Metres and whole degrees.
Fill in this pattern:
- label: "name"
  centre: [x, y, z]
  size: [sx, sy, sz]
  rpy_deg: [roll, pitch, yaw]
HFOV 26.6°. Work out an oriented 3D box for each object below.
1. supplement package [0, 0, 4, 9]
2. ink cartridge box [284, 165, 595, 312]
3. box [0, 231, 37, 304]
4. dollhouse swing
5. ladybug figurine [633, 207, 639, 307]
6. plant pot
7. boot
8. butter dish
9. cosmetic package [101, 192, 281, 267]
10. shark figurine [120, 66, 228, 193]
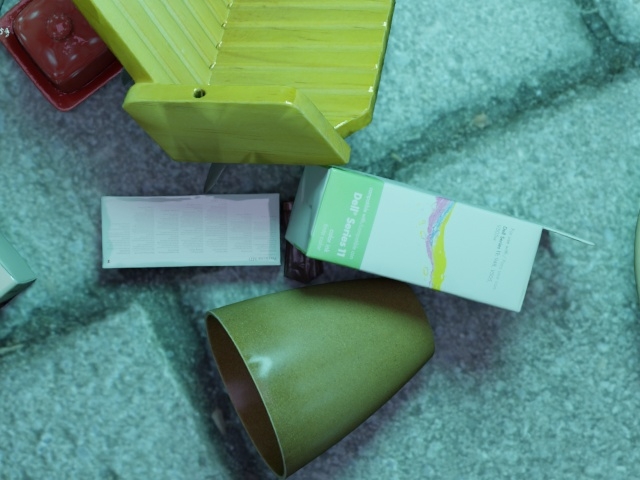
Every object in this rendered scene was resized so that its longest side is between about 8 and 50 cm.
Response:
- label: "supplement package"
  centre: [-0.564, -0.376, 1.761]
  size: [0.293, 0.177, 0.175]
  rpy_deg: [20, 90, 0]
- label: "ink cartridge box"
  centre: [0.148, 0.000, 1.746]
  size: [0.353, 0.207, 0.119]
  rpy_deg: [15, 94, -10]
- label: "box"
  centre: [-0.510, 0.078, 1.784]
  size: [0.232, 0.148, 0.127]
  rpy_deg: [-39, 92, 0]
- label: "dollhouse swing"
  centre: [-0.098, -0.321, 1.622]
  size: [0.315, 0.305, 0.347]
  rpy_deg: [2, 53, 14]
- label: "ladybug figurine"
  centre: [0.563, 0.066, 1.789]
  size: [0.305, 0.162, 0.449]
  rpy_deg: [-13, 90, -1]
- label: "plant pot"
  centre: [0.013, 0.152, 1.768]
  size: [0.254, 0.237, 0.237]
  rpy_deg: [-23, 91, -14]
- label: "boot"
  centre: [0.000, 0.000, 1.846]
  size: [0.106, 0.037, 0.114]
  rpy_deg: [-4, 94, 0]
- label: "butter dish"
  centre: [-0.337, -0.276, 1.795]
  size: [0.160, 0.118, 0.160]
  rpy_deg: [-38, 91, -1]
- label: "cosmetic package"
  centre: [-0.173, -0.013, 1.830]
  size: [0.239, 0.060, 0.099]
  rpy_deg: [0, 89, 0]
- label: "shark figurine"
  centre: [-0.203, -0.211, 1.812]
  size: [0.116, 0.166, 0.278]
  rpy_deg: [-26, 123, 14]
